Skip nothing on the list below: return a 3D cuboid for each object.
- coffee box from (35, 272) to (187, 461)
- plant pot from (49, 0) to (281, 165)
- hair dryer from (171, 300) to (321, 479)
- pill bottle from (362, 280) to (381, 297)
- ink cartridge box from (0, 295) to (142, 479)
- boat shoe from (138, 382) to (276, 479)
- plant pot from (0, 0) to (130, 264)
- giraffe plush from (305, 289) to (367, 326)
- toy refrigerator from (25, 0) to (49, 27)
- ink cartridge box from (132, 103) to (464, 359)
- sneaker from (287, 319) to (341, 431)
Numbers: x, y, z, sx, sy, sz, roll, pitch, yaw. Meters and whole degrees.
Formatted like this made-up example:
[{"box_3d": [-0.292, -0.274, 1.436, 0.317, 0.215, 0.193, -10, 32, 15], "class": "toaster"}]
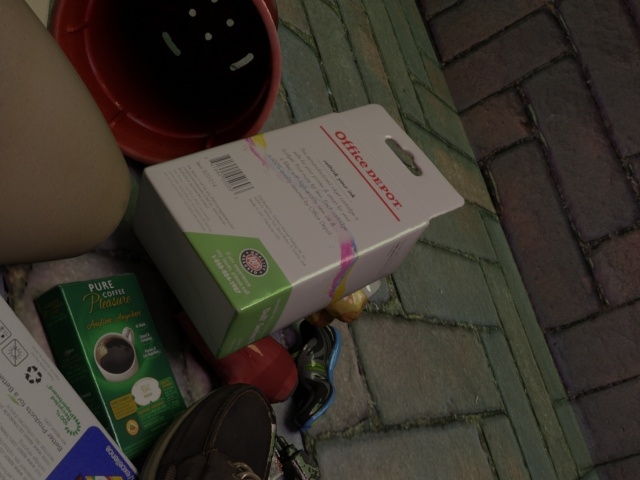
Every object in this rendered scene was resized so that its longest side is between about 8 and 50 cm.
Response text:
[{"box_3d": [-0.208, 0.128, 0.698, 0.113, 0.040, 0.184, -13, 78, -64], "class": "coffee box"}, {"box_3d": [-0.171, -0.272, 0.903, 0.272, 0.272, 0.265, 53, 21, -22], "class": "plant pot"}, {"box_3d": [-0.094, 0.193, 0.802, 0.223, 0.080, 0.293, -11, 76, -63], "class": "hair dryer"}, {"box_3d": [0.000, 0.000, 1.097, 0.221, 0.121, 0.121, 59, 27, -10], "class": "pill bottle"}, {"box_3d": [-0.260, 0.230, 0.487, 0.303, 0.072, 0.307, 59, 28, -15], "class": "ink cartridge box"}, {"box_3d": [-0.087, 0.257, 0.568, 0.132, 0.130, 0.355, 56, 28, -23], "class": "boat shoe"}, {"box_3d": [-0.285, -0.079, 0.557, 0.274, 0.256, 0.256, 44, 29, -65], "class": "plant pot"}, {"box_3d": [-0.059, 0.051, 0.927, 0.170, 0.181, 0.210, -36, 108, -44], "class": "giraffe plush"}, {"box_3d": [-0.346, -0.263, 0.700, 0.094, 0.102, 0.269, 35, 34, -45], "class": "toy refrigerator"}, {"box_3d": [-0.019, -0.029, 0.835, 0.353, 0.119, 0.207, -23, 65, -33], "class": "ink cartridge box"}, {"box_3d": [-0.019, 0.190, 0.976, 0.078, 0.067, 0.188, 30, 39, -17], "class": "sneaker"}]
